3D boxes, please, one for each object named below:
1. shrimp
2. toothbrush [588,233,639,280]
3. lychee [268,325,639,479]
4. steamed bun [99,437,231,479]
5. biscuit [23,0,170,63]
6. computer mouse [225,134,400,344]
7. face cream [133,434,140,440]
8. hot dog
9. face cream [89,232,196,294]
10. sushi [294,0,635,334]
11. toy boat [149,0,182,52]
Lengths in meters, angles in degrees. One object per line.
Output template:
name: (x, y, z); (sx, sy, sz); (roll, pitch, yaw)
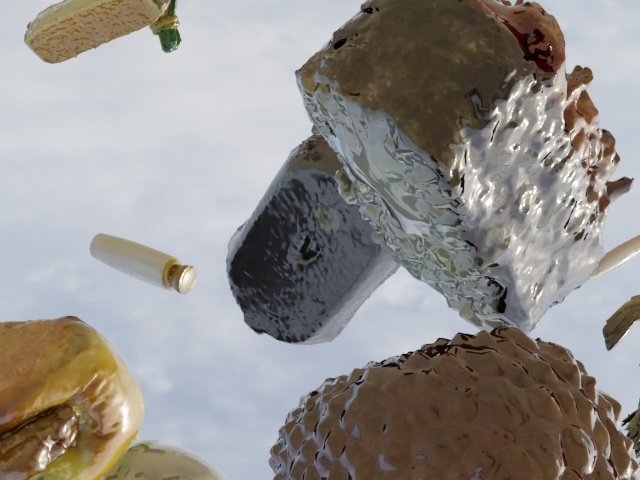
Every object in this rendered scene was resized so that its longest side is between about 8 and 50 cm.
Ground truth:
shrimp: (0.464, 0.191, 1.664); (0.169, 0.058, 0.296); (31, -117, 21)
toothbrush: (0.470, -0.009, 1.620); (0.307, 0.025, 0.029); (-26, -174, -32)
lychee: (0.073, 0.141, 0.586); (0.188, 0.188, 0.188); (1, -151, 0)
steamed bun: (-0.248, 0.416, 1.569); (0.309, 0.309, 0.309); (1, -151, 0)
biscuit: (-0.230, -0.235, 1.192); (0.188, 0.052, 0.056); (-12, -137, 36)
computer mouse: (0.003, -0.002, 1.353); (0.183, 0.323, 0.116); (47, -135, 8)
face cream: (-0.324, 0.365, 1.849); (0.081, 0.173, 0.348); (-11, -131, -37)
hot dog: (-0.424, 0.225, 1.382); (0.405, 0.185, 0.223); (-4, -136, 25)
face cream: (-0.278, 0.035, 1.808); (0.182, 0.072, 0.051); (19, -118, 26)
sushi: (0.109, -0.077, 0.900); (0.196, 0.343, 0.182); (26, -111, 38)
toy boat: (-0.226, -0.330, 1.364); (0.089, 0.229, 0.088); (-24, -145, 12)
